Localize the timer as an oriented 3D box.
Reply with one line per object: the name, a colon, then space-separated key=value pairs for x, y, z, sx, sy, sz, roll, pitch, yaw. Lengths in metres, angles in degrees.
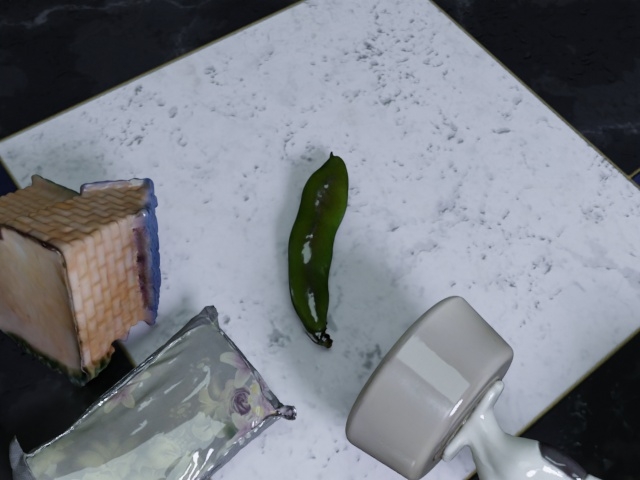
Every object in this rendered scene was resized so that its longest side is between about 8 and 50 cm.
timer: x=0.174 y=0.195 z=0.607 sx=0.266 sy=0.175 sz=0.175 roll=38 pitch=64 yaw=23

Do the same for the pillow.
pillow: x=-0.159 y=0.194 z=0.662 sx=0.255 sy=0.059 sz=0.169 roll=-37 pitch=69 yaw=-25

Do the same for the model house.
model house: x=-0.250 y=0.015 z=0.708 sx=0.183 sy=0.166 sz=0.172 roll=20 pitch=37 yaw=25

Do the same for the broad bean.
broad bean: x=-0.004 y=0.000 z=0.793 sx=0.065 sy=0.046 sz=0.255 roll=11 pitch=61 yaw=-7
